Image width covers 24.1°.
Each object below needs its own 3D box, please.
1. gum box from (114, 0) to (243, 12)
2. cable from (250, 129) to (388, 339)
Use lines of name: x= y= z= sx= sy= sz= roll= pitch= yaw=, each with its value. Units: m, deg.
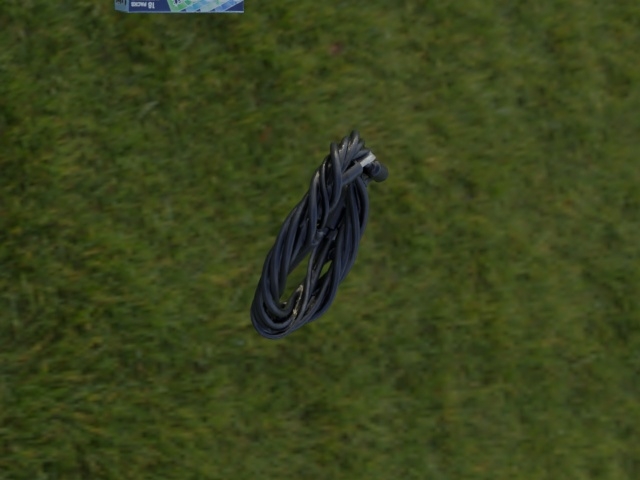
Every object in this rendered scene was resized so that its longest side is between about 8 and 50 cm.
gum box: x=-0.165 y=-0.365 z=1.785 sx=0.157 sy=0.041 sz=0.184 roll=-5 pitch=105 yaw=-32
cable: x=0.000 y=0.000 z=1.247 sx=0.184 sy=0.047 sz=0.150 roll=-59 pitch=167 yaw=-8
